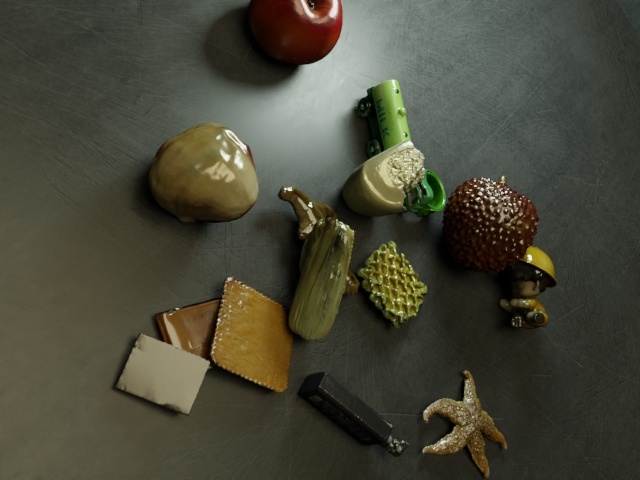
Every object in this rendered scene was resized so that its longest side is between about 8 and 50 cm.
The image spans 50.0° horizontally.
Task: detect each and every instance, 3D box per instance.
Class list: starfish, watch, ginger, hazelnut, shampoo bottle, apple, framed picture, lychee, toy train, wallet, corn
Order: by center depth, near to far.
[{"bbox_3d":[-0.342,0.292,1.498,0.169,0.023,0.127,25,72,-12],"label":"framed picture"},{"bbox_3d":[-0.271,0.222,1.592,0.196,0.042,0.160,-15,80,-35],"label":"wallet"},{"bbox_3d":[-0.275,-0.145,1.613,0.261,0.241,0.261,25,34,-18],"label":"hazelnut"},{"bbox_3d":[0.003,0.094,1.697,0.122,0.123,0.305,13,92,-6],"label":"corn"},{"bbox_3d":[0.090,0.444,1.715,0.309,0.098,0.071,42,52,-15],"label":"shampoo bottle"},{"bbox_3d":[0.001,0.002,1.817,0.166,0.080,0.333,-21,85,-48],"label":"ginger"},{"bbox_3d":[-0.063,-0.614,1.890,0.261,0.216,0.260,8,74,-30],"label":"apple"},{"bbox_3d":[0.416,0.531,1.923,0.302,0.060,0.299,46,54,-13],"label":"starfish"},{"bbox_3d":[0.198,-0.347,2.005,0.105,0.157,0.253,-3,76,-33],"label":"toy train"},{"bbox_3d":[0.496,-0.052,2.032,0.276,0.276,0.304,25,81,-24],"label":"lychee"},{"bbox_3d":[0.301,-0.157,2.037,0.152,0.131,0.165,-8,78,-45],"label":"watch"}]

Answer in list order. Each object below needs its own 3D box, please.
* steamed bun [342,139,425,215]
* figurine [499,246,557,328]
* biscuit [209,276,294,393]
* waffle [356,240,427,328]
[{"bbox_3d":[0.177,-0.149,1.894,0.200,0.225,0.170,-35,93,-18],"label":"steamed bun"},{"bbox_3d":[0.641,0.144,2.120,0.167,0.192,0.256,1,79,-20],"label":"figurine"},{"bbox_3d":[-0.154,0.227,1.640,0.237,0.013,0.232,33,47,-33],"label":"biscuit"},{"bbox_3d":[0.200,0.128,1.914,0.223,0.054,0.204,53,44,-7],"label":"waffle"}]
